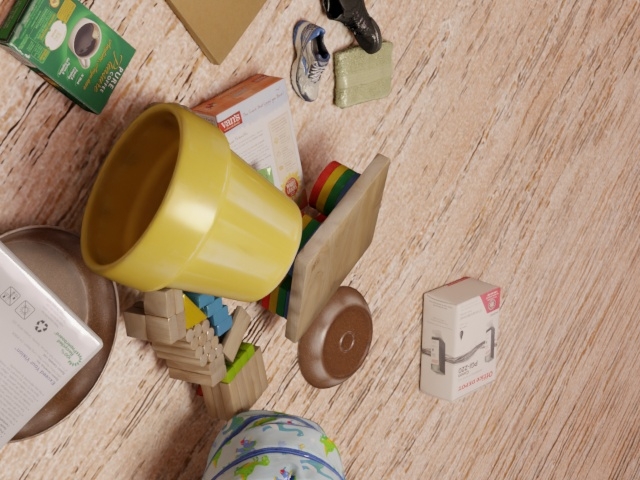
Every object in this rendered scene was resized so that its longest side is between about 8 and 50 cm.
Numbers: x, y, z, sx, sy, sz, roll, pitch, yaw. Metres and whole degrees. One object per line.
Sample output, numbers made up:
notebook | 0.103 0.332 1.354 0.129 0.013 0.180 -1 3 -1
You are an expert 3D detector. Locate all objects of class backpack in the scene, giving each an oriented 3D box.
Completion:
backpack | -0.092 0.445 1.891 0.355 0.290 0.273 110 -10 -48

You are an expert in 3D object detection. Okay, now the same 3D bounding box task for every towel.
towel | 0.078 -0.294 2.082 0.148 0.027 0.110 -21 116 -44

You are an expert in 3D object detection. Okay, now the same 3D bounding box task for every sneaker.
sneaker | -0.013 -0.292 1.954 0.052 0.058 0.135 -24 120 -42
sneaker | 0.043 -0.381 1.990 0.089 0.051 0.170 -40 118 -42

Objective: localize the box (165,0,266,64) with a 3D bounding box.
box | -0.163 -0.390 1.780 0.164 0.021 0.201 -57 137 -19

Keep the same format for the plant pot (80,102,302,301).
plant pot | -0.167 -0.028 1.645 0.239 0.254 0.254 27 81 -32

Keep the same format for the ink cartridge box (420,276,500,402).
ink cartridge box | 0.287 0.203 2.435 0.159 0.092 0.217 -18 117 -44

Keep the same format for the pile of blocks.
pile of blocks | -0.201 0.151 1.859 0.149 0.113 0.362 -67 149 -27

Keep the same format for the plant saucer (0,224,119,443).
plant saucer | -0.415 0.126 1.642 0.311 0.050 0.310 -18 115 -44

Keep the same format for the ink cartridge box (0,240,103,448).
ink cartridge box | -0.496 0.138 1.475 0.330 0.071 0.324 -45 121 -11

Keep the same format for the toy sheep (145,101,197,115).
toy sheep | -0.214 -0.157 1.748 0.091 0.091 0.132 -60 138 -16

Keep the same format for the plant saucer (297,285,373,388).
plant saucer | 0.038 0.183 2.188 0.199 0.036 0.198 -18 115 -45

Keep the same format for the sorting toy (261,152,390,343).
sorting toy | 0.000 0.000 1.973 0.255 0.089 0.257 -52 164 -30

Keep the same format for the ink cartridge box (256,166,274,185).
ink cartridge box | -0.156 -0.028 1.808 0.209 0.062 0.109 -17 118 -14

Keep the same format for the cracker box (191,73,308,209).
cracker box | -0.110 -0.130 1.891 0.156 0.067 0.232 -34 127 -37

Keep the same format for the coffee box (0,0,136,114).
coffee box | -0.342 -0.263 1.603 0.184 0.040 0.113 37 74 -47
